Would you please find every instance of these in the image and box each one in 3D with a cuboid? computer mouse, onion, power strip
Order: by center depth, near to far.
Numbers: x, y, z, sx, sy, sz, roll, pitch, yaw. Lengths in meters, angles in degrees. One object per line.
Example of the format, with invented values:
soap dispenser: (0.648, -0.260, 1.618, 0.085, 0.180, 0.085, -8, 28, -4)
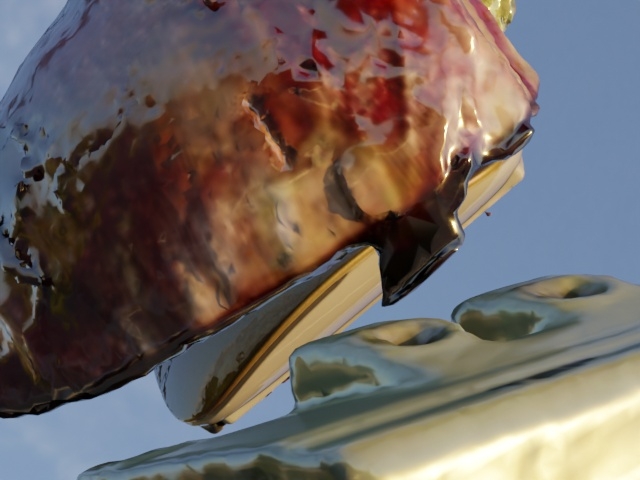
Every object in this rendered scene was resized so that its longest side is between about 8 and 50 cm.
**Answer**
power strip: (0.024, 0.066, 0.447, 0.251, 0.257, 0.092, -7, -86, 57)
onion: (-0.060, -0.052, 0.717, 0.280, 0.314, 0.146, -27, -73, 4)
computer mouse: (0.000, 0.000, 1.229, 0.310, 0.158, 0.072, -40, -57, 7)

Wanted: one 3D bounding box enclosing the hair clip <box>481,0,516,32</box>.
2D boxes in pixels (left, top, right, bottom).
hair clip: (0.002, -0.249, 1.059, 0.091, 0.138, 0.321, -21, -90, 45)
